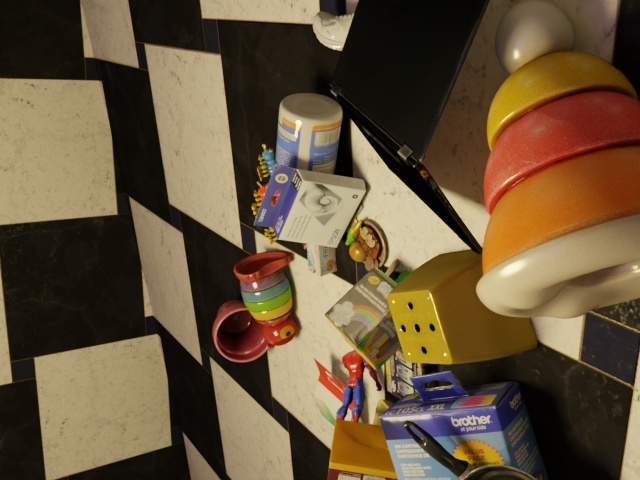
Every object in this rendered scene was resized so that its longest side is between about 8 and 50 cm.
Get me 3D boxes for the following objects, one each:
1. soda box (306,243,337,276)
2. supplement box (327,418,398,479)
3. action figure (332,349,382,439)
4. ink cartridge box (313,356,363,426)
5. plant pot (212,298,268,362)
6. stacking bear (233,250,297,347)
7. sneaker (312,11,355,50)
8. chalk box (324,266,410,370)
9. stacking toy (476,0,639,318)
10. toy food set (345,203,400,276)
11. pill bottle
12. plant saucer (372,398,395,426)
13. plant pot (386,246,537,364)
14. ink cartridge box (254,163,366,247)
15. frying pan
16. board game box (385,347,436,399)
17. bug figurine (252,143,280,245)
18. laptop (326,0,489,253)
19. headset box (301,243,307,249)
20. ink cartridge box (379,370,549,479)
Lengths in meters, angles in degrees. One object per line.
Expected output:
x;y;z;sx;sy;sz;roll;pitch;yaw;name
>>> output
0.000;0.000;1.755;0.063;0.058;0.183;25;125;51;soda box
0.114;0.547;1.534;0.129;0.191;0.194;-77;-6;-56;supplement box
0.104;0.401;1.708;0.092;0.139;0.280;-12;52;28;action figure
0.041;0.465;1.874;0.181;0.056;0.224;32;151;48;ink cartridge box
-0.281;0.293;2.250;0.180;0.201;0.201;-141;41;-65;plant pot
-0.153;0.193;2.019;0.164;0.175;0.289;12;122;54;stacking bear
0.078;-0.451;1.384;0.232;0.090;0.115;39;131;30;sneaker
0.144;0.163;1.500;0.132;0.213;0.132;41;171;44;chalk box
0.350;-0.150;0.934;0.350;0.351;0.479;137;127;-57;stacking toy
0.112;0.016;1.599;0.192;0.039;0.132;58;147;22;toy food set
-0.035;-0.210;1.611;0.152;0.152;0.272;45;140;38;pill bottle
0.253;0.599;1.635;0.333;0.081;0.332;43;140;40;plant saucer
0.259;0.143;1.283;0.212;0.187;0.212;-15;93;60;plant pot
-0.030;-0.078;1.598;0.223;0.224;0.045;115;157;-46;ink cartridge box
0.290;0.480;1.220;0.326;0.053;0.197;20;107;27;frying pan
0.217;0.313;1.576;0.141;0.048;0.170;25;126;54;board game box
-0.129;-0.126;1.803;0.279;0.072;0.216;-92;-11;-52;bug figurine
0.194;-0.254;1.183;0.408;0.236;0.382;46;-174;-38;laptop
-0.037;-0.020;1.831;0.083;0.032;0.062;62;148;20;headset box
0.296;0.449;1.333;0.270;0.151;0.395;-17;88;34;ink cartridge box
